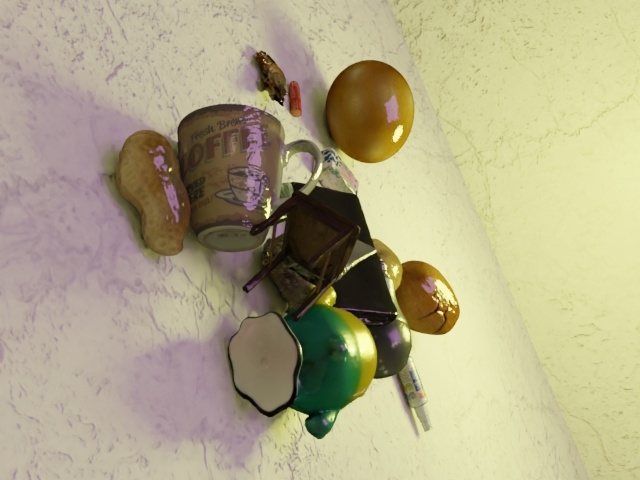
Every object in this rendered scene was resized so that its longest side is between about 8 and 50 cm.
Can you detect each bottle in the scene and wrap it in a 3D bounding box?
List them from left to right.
[{"bbox_3d":[0.274,0.446,2.091,0.060,0.060,0.217,-7,77,-64],"label":"bottle"}]

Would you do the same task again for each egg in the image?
[{"bbox_3d":[0.157,-0.406,2.283,0.282,0.283,0.351,38,38,-46],"label":"egg"}]

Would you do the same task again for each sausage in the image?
[{"bbox_3d":[-0.075,-0.424,2.137,0.034,0.034,0.129,37,39,-47],"label":"sausage"}]

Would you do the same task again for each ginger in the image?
[{"bbox_3d":[0.158,0.100,2.057,0.152,0.138,0.267,15,33,-3],"label":"ginger"}]

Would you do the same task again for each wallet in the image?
[{"bbox_3d":[0.046,0.027,1.829,0.228,0.062,0.406,8,47,-28],"label":"wallet"}]

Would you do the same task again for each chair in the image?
[{"bbox_3d":[0.000,0.000,1.438,0.160,0.186,0.319,29,41,20],"label":"chair"}]

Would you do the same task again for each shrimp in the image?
[{"bbox_3d":[-0.144,-0.436,1.981,0.117,0.066,0.262,37,22,-24],"label":"shrimp"}]

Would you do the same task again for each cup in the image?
[{"bbox_3d":[-0.142,-0.116,1.484,0.227,0.301,0.257,88,-2,-70],"label":"cup"}]

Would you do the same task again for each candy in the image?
[{"bbox_3d":[0.046,-0.189,2.137,0.160,0.073,0.092,49,33,-34],"label":"candy"}]

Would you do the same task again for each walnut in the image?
[{"bbox_3d":[0.321,0.187,2.214,0.298,0.203,0.203,38,36,-26],"label":"walnut"}]

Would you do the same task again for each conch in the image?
[{"bbox_3d":[-0.055,0.057,1.661,0.178,0.163,0.245,-22,117,-77],"label":"conch"}]

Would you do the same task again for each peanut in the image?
[{"bbox_3d":[-0.308,-0.085,1.333,0.120,0.110,0.236,-18,95,-69],"label":"peanut"}]

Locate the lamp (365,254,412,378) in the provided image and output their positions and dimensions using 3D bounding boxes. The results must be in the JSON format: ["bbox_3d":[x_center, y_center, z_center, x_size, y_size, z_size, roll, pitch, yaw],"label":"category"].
[{"bbox_3d":[0.156,0.209,1.882,0.182,0.182,0.314,46,42,-38],"label":"lamp"}]

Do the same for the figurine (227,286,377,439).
[{"bbox_3d":[-0.009,0.243,1.506,0.340,0.231,0.323,4,70,-55],"label":"figurine"}]

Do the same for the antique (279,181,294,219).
[{"bbox_3d":[-0.123,-0.080,1.702,0.183,0.088,0.086,-19,88,-64],"label":"antique"}]
